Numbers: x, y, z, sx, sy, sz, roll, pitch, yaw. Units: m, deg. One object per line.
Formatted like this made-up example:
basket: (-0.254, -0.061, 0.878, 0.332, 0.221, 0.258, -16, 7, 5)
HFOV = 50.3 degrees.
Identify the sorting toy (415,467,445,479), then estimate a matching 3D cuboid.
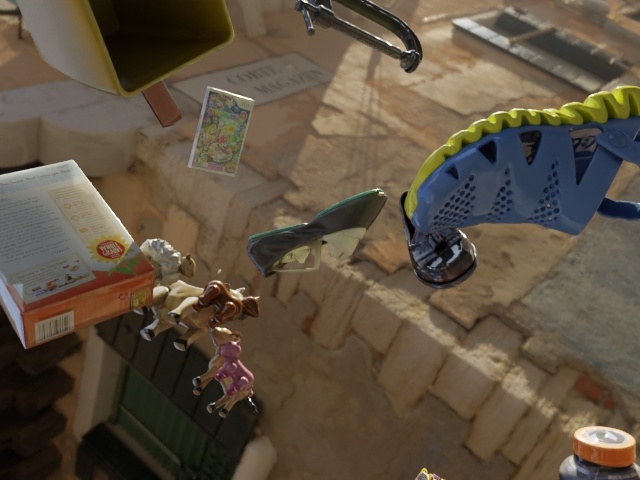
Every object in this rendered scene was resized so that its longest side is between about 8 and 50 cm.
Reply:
sorting toy: (0.200, 0.412, 1.118, 0.083, 0.075, 0.045, 145, 147, -81)

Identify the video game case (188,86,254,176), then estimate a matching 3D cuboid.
video game case: (-0.150, -0.162, 1.032, 0.087, 0.011, 0.122, 7, -78, -47)

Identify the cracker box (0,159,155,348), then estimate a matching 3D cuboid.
cracker box: (-0.325, 0.006, 0.824, 0.156, 0.232, 0.067, -20, -38, -35)

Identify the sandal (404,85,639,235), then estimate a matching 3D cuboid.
sandal: (0.242, -0.064, 0.716, 0.317, 0.138, 0.126, -17, -24, -12)

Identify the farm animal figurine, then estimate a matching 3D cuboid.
farm animal figurine: (-0.237, 0.172, 1.436, 0.172, 0.327, 0.330, -41, -31, -46)

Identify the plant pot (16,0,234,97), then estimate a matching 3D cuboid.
plant pot: (-0.271, -0.317, 0.862, 0.212, 0.187, 0.212, -45, -49, -41)

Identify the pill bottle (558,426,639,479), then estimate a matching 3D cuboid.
pill bottle: (0.431, 0.416, 1.042, 0.130, 0.130, 0.245, -12, -77, -62)

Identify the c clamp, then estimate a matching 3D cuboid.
c clamp: (0.040, -0.204, 0.661, 0.161, 0.137, 0.022, 14, -49, -30)

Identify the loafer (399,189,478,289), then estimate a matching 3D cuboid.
loafer: (0.185, -0.009, 1.181, 0.109, 0.095, 0.302, -34, 17, 8)

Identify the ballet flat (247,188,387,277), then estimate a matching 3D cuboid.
ballet flat: (0.000, 0.000, 0.867, 0.203, 0.074, 0.074, -20, -9, 22)

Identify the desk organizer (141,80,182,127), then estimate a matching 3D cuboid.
desk organizer: (-0.303, -0.283, 1.285, 0.050, 0.130, 0.047, -28, 6, 24)
